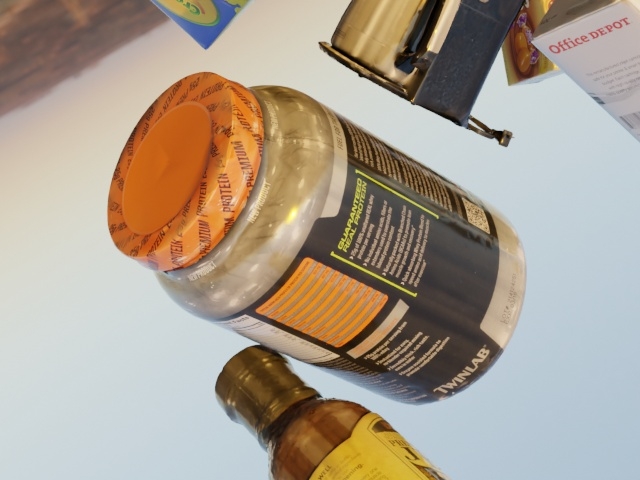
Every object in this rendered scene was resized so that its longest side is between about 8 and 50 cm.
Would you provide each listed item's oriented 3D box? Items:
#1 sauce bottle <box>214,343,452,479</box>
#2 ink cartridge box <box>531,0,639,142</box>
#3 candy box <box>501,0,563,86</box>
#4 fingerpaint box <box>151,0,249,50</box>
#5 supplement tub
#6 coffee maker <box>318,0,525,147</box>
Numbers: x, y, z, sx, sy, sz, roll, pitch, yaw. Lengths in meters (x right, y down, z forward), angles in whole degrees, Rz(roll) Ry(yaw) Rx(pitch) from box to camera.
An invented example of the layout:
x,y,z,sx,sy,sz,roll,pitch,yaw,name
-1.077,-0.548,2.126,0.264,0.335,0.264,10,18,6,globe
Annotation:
x,y,z,sx,sy,sz,roll,pitch,yaw,name
0.034,0.196,1.050,0.111,0.111,0.344,-34,-133,-18,sauce bottle
0.317,-0.172,1.272,0.082,0.191,0.140,-58,-160,-24,ink cartridge box
0.260,-0.290,1.643,0.053,0.186,0.109,-10,180,-24,candy box
-0.178,-0.462,1.392,0.163,0.445,0.371,-52,-171,-30,fingerpaint box
0.000,0.000,1.085,0.194,0.316,0.193,-28,-132,37,supplement tub
0.107,-0.189,1.040,0.120,0.171,0.178,37,-76,39,coffee maker
